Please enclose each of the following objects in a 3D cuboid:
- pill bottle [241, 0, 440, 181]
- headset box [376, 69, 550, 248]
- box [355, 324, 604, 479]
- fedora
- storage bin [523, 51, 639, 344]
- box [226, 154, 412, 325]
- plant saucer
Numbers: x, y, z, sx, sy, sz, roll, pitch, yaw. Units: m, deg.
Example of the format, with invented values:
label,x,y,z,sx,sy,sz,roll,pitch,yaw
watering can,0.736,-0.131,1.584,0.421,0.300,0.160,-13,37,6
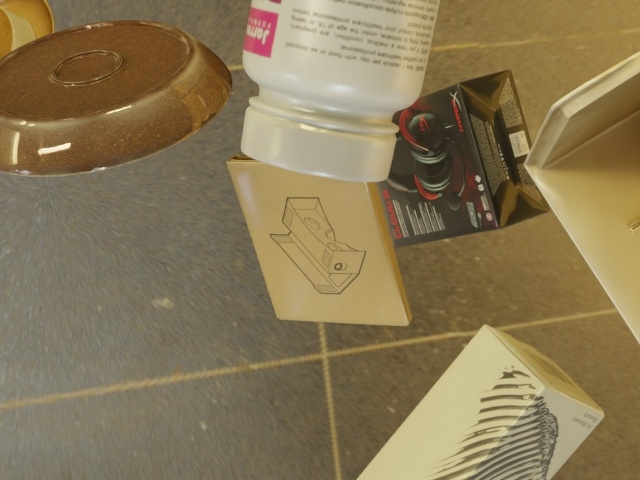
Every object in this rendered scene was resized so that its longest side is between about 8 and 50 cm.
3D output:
label,x,y,z,sx,sy,sz,roll,pitch,yaw
pill bottle,0.021,-0.202,0.994,0.160,0.160,0.283,8,102,-14
headset box,0.185,-0.114,1.749,0.110,0.293,0.218,-18,94,-32
box,0.112,0.215,1.015,0.113,0.094,0.275,26,105,-44
fedora,-0.339,-0.172,1.098,0.079,0.194,0.194,36,83,-50
storage bin,0.272,0.006,0.807,0.123,0.260,0.262,-31,82,3
box,0.000,0.000,1.213,0.021,0.164,0.201,-49,131,-46
plant saucer,-0.138,-0.094,0.701,0.168,0.168,0.029,-16,125,-12
